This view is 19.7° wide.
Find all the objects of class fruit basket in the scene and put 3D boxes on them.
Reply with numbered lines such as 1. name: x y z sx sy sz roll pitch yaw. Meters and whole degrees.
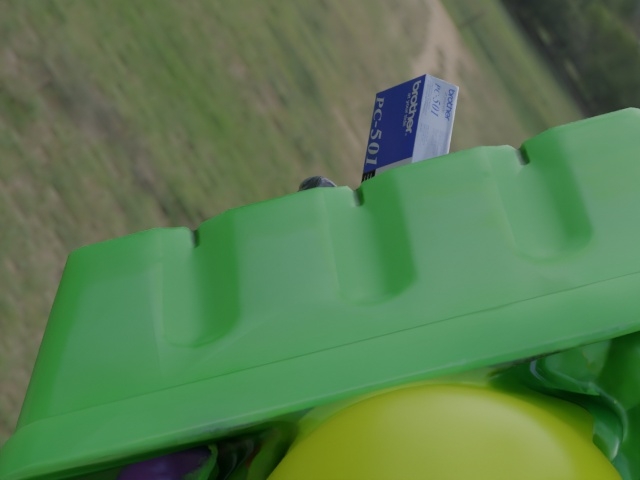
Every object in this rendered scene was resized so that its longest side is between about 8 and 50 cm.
1. fruit basket: 0.054 0.137 0.791 0.283 0.392 0.392 73 -4 -46

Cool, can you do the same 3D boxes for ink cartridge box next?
1. ink cartridge box: 0.084 -0.061 1.903 0.046 0.097 0.207 19 72 -28

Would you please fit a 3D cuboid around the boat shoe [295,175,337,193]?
1. boat shoe: 0.000 0.000 1.268 0.065 0.083 0.183 40 -7 -20
